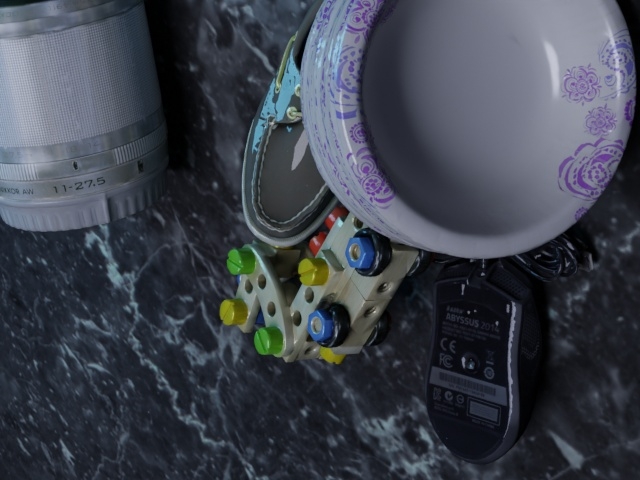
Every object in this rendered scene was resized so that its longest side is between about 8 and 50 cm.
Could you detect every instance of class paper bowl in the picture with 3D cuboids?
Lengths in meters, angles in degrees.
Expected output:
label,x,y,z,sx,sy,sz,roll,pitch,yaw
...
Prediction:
label,x,y,z,sx,sy,sz,roll,pitch,yaw
paper bowl,0.118,-0.131,1.220,0.148,0.284,0.284,13,124,69

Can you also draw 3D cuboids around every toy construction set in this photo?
label,x,y,z,sx,sy,sz,roll,pitch,yaw
toy construction set,0.000,0.000,1.472,0.215,0.151,0.327,56,147,36

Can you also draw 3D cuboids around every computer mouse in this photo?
label,x,y,z,sx,sy,sz,roll,pitch,yaw
computer mouse,0.181,0.095,1.431,0.188,0.072,0.272,19,111,37

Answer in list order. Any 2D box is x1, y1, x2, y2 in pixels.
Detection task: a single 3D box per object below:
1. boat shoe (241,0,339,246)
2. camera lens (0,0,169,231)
label,x,y,z,sx,sy,sz,roll,pitch,yaw
boat shoe,0.005,-0.142,1.313,0.109,0.305,0.091,22,171,1
camera lens,-0.294,-0.172,1.600,0.219,0.219,0.274,10,118,38
